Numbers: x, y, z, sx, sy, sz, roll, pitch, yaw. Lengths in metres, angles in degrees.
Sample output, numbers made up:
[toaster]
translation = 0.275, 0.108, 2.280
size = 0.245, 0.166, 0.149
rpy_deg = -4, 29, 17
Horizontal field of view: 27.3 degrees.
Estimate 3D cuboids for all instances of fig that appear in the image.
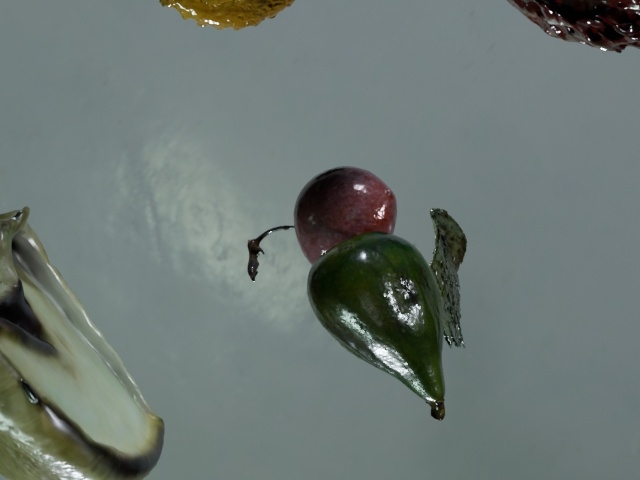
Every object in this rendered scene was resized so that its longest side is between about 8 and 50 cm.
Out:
[fig]
translation = 0.067, 0.073, 1.151
size = 0.117, 0.117, 0.177
rpy_deg = -39, 91, 24

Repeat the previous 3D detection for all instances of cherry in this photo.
[cherry]
translation = 0.000, 0.000, 1.277
size = 0.225, 0.090, 0.107
rpy_deg = -37, 74, 50

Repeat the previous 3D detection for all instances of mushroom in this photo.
[mushroom]
translation = -0.299, 0.134, 1.242
size = 0.212, 0.217, 0.292
rpy_deg = -17, 107, 12

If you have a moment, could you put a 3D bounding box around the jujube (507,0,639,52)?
[jujube]
translation = 0.336, -0.325, 1.428
size = 0.258, 0.376, 0.258
rpy_deg = -15, 120, -26

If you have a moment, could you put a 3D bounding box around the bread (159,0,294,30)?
[bread]
translation = -0.112, -0.381, 1.669
size = 0.239, 0.139, 0.240
rpy_deg = 0, 91, 1

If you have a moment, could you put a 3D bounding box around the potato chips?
[potato chips]
translation = 0.144, 0.048, 1.467
size = 0.026, 0.209, 0.142
rpy_deg = -11, 110, 16
